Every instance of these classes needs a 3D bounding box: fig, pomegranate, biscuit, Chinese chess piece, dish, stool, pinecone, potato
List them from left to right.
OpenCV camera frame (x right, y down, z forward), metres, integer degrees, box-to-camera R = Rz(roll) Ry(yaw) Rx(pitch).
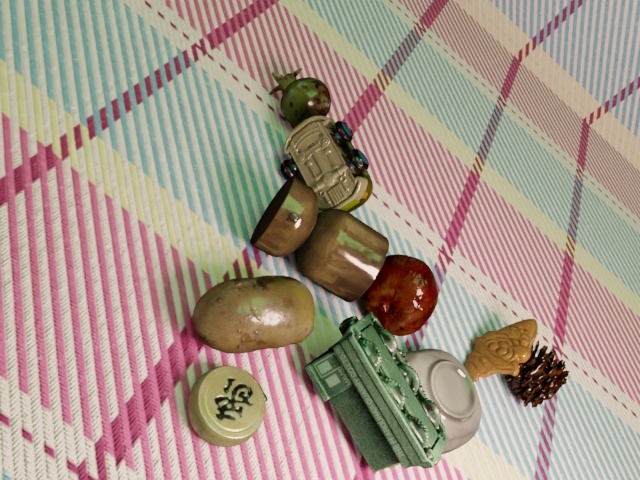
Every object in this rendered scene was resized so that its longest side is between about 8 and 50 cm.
[{"bbox_3d":[-0.169,0.300,1.050,0.144,0.058,0.144,19,50,-25],"label":"Chinese chess piece"},{"bbox_3d":[-0.121,0.143,1.123,0.262,0.165,0.165,-5,64,-46],"label":"potato"},{"bbox_3d":[-0.050,-0.382,1.566,0.148,0.149,0.169,-3,37,-37],"label":"pomegranate"},{"bbox_3d":[0.000,0.000,1.296,0.264,0.179,0.179,32,47,-14],"label":"stool"},{"bbox_3d":[0.179,0.108,1.403,0.190,0.191,0.290,33,11,-13],"label":"fig"},{"bbox_3d":[0.260,0.349,1.287,0.256,0.117,0.257,19,52,-26],"label":"dish"},{"bbox_3d":[0.463,0.273,1.464,0.250,0.162,0.035,-33,123,-20],"label":"biscuit"},{"bbox_3d":[0.545,0.331,1.489,0.162,0.163,0.165,-10,53,-40],"label":"pinecone"}]

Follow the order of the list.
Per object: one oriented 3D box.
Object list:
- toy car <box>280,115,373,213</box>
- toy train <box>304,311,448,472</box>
[{"bbox_3d":[0.038,-0.183,1.472,0.198,0.204,0.248,0,60,-63],"label":"toy car"},{"bbox_3d":[0.111,0.315,1.164,0.331,0.178,0.138,59,27,7],"label":"toy train"}]
